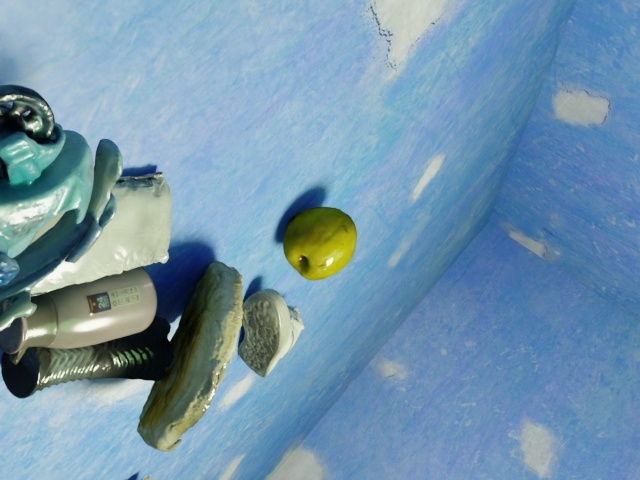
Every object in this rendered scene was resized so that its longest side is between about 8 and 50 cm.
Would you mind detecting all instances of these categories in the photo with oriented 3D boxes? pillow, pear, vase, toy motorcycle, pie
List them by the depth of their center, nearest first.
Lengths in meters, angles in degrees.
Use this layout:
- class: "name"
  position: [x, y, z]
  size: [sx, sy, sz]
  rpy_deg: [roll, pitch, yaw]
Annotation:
- class: "toy motorcycle"
  position: [-0.298, -0.016, 0.534]
  size: [0.260, 0.154, 0.206]
  rpy_deg: [-42, 158, 6]
- class: "pillow"
  position: [-0.266, -0.016, 0.726]
  size: [0.229, 0.051, 0.128]
  rpy_deg: [-16, 110, -58]
- class: "vase"
  position: [-0.332, 0.169, 0.866]
  size: [0.115, 0.115, 0.237]
  rpy_deg: [-58, 155, 14]
- class: "pie"
  position: [-0.211, 0.185, 0.995]
  size: [0.337, 0.075, 0.337]
  rpy_deg: [-55, -161, 29]
- class: "pear"
  position: [0.000, 0.000, 1.236]
  size: [0.162, 0.149, 0.149]
  rpy_deg: [-52, 163, -35]

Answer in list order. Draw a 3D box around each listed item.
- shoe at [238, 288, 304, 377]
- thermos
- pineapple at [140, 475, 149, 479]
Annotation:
- class: "shoe"
  position: [-0.098, 0.193, 1.398]
  size: [0.159, 0.124, 0.316]
  rpy_deg: [-36, 160, -37]
- class: "thermos"
  position: [-0.316, 0.072, 0.753]
  size: [0.193, 0.105, 0.137]
  rpy_deg: [-11, 106, -57]
- class: "pineapple"
  position: [-0.464, 0.675, 1.344]
  size: [0.250, 0.164, 0.140]
  rpy_deg: [-33, 161, -50]
